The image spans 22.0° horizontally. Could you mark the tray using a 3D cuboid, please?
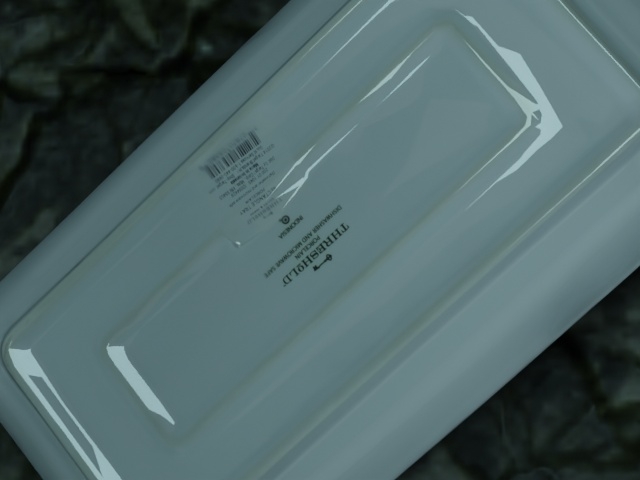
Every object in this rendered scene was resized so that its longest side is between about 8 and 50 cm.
[{"bbox_3d":[0.000,0.000,0.531,0.270,0.030,0.145,-43,74,13],"label":"tray"}]
